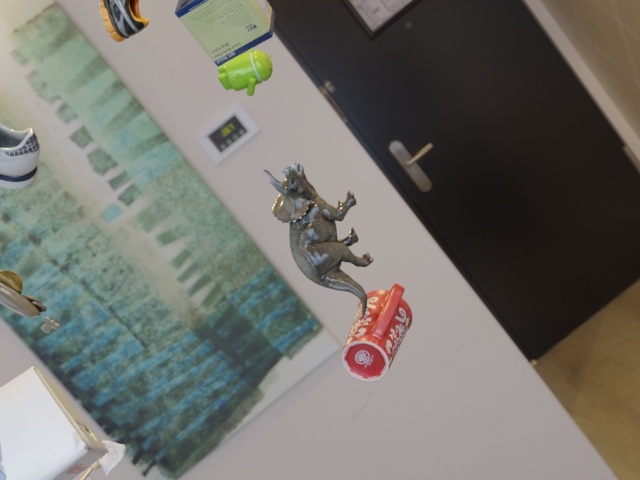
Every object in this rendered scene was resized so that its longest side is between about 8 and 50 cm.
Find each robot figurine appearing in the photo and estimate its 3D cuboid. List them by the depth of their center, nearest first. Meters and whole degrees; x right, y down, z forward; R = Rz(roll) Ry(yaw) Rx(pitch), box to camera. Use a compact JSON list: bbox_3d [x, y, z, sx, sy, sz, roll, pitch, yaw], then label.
[{"bbox_3d":[-0.149,-0.345,1.337,0.115,0.067,0.101,-17,54,12],"label":"robot figurine"}]

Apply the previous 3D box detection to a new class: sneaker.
[{"bbox_3d":[-0.538,-0.151,0.973,0.094,0.235,0.090,119,153,-48],"label":"sneaker"},{"bbox_3d":[-0.415,-0.522,1.348,0.083,0.214,0.084,-10,22,13],"label":"sneaker"}]

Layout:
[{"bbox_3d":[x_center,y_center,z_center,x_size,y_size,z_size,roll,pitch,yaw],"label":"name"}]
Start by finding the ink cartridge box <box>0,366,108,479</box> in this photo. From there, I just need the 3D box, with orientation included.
[{"bbox_3d":[-0.304,0.216,0.571,0.212,0.093,0.154,-34,-8,-21],"label":"ink cartridge box"}]

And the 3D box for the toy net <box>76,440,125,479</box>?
[{"bbox_3d":[-0.517,0.484,1.446,0.232,0.045,0.122,-23,53,10],"label":"toy net"}]

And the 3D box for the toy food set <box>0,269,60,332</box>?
[{"bbox_3d":[-0.530,0.087,1.135,0.132,0.192,0.038,-25,30,58],"label":"toy food set"}]

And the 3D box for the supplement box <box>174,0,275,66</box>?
[{"bbox_3d":[-0.110,-0.268,0.778,0.083,0.083,0.056,-22,43,23],"label":"supplement box"}]

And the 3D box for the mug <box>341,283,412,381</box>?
[{"bbox_3d":[0.102,0.168,1.258,0.113,0.150,0.169,1,26,20],"label":"mug"}]

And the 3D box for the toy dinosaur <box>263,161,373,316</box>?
[{"bbox_3d":[0.000,0.000,1.244,0.160,0.313,0.121,-18,7,-18],"label":"toy dinosaur"}]
